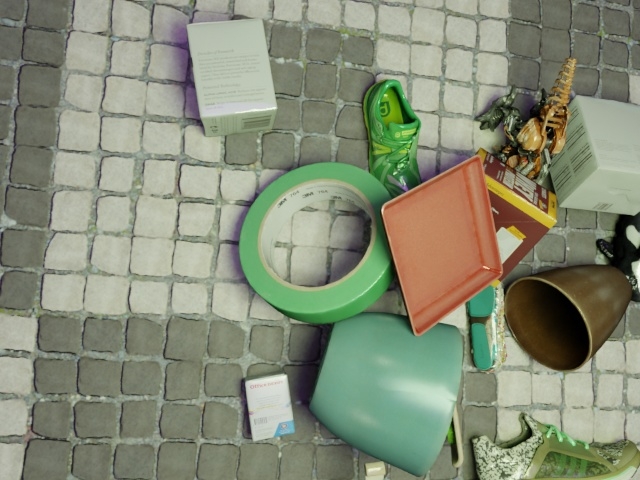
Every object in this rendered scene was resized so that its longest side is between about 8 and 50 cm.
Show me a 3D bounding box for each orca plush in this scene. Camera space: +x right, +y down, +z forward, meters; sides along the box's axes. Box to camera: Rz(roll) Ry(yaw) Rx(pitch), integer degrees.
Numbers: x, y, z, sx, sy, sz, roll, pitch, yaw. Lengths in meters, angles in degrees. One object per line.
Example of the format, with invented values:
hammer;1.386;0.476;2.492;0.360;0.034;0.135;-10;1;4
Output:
orca plush;0.710;-0.004;1.219;0.102;0.151;0.288;6;88;22

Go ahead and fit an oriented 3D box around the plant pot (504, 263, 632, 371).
plant pot;0.571;0.142;1.144;0.230;0.215;0.216;-21;90;-24

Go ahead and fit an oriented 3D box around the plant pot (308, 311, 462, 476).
plant pot;0.112;0.271;1.011;0.234;0.293;0.293;18;83;2

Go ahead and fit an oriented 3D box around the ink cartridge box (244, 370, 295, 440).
ink cartridge box;-0.107;0.340;1.076;0.088;0.052;0.123;-7;89;-11

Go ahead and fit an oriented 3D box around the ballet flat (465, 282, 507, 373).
ballet flat;0.380;0.176;1.168;0.077;0.091;0.241;1;90;-40

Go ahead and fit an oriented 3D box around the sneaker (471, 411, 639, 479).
sneaker;0.515;0.465;1.141;0.409;0.158;0.182;-7;70;-15

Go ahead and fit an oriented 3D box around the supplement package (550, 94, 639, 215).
supplement package;0.637;-0.187;1.157;0.194;0.149;0.203;6;60;-9

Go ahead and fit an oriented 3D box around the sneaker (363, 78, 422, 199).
sneaker;0.160;-0.206;1.122;0.109;0.123;0.296;-15;89;-11

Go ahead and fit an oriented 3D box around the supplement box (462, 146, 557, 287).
supplement box;0.349;-0.049;1.079;0.191;0.129;0.194;34;125;4

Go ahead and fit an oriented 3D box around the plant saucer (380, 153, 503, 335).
plant saucer;0.222;0.004;0.960;0.259;0.047;0.259;-28;112;-27

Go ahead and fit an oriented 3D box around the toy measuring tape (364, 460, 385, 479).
toy measuring tape;0.079;0.535;1.034;0.121;0.121;0.331;-1;115;-10

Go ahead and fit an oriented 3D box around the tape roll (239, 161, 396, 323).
tape roll;0.000;0.000;1.024;0.320;0.077;0.322;-6;64;13

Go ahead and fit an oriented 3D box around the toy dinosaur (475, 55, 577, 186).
toy dinosaur;0.469;-0.226;1.123;0.164;0.219;0.322;24;125;-22

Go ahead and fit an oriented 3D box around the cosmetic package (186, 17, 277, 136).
cosmetic package;-0.180;-0.326;1.057;0.151;0.151;0.184;-9;87;-10

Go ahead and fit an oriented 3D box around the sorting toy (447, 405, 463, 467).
sorting toy;0.270;0.334;1.079;0.038;0.193;0.209;-3;88;13
